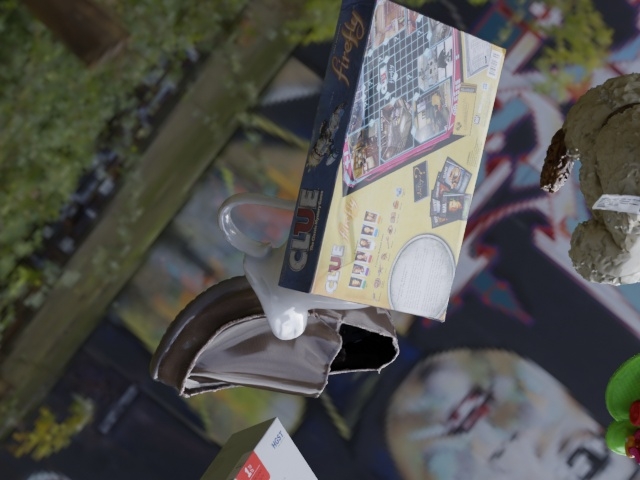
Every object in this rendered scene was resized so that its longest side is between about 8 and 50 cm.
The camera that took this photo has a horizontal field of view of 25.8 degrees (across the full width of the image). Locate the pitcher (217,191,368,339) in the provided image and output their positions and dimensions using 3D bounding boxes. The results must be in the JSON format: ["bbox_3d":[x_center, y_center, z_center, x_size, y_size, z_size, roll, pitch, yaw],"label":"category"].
[{"bbox_3d":[0.000,0.000,1.489,0.207,0.178,0.125,-26,-159,38],"label":"pitcher"}]

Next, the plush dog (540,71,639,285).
[{"bbox_3d":[0.368,-0.108,1.631,0.262,0.210,0.225,-29,-141,2],"label":"plush dog"}]

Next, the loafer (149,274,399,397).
[{"bbox_3d":[-0.035,0.119,1.663,0.366,0.130,0.134,-12,138,-42],"label":"loafer"}]

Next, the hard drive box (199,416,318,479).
[{"bbox_3d":[-0.065,0.395,1.934,0.089,0.232,0.181,-25,-165,30],"label":"hard drive box"}]

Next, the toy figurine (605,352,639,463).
[{"bbox_3d":[0.401,0.236,1.602,0.159,0.130,0.173,-100,-153,-54],"label":"toy figurine"}]

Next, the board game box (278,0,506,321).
[{"bbox_3d":[0.063,-0.065,1.162,0.042,0.165,0.243,12,-92,47],"label":"board game box"}]
